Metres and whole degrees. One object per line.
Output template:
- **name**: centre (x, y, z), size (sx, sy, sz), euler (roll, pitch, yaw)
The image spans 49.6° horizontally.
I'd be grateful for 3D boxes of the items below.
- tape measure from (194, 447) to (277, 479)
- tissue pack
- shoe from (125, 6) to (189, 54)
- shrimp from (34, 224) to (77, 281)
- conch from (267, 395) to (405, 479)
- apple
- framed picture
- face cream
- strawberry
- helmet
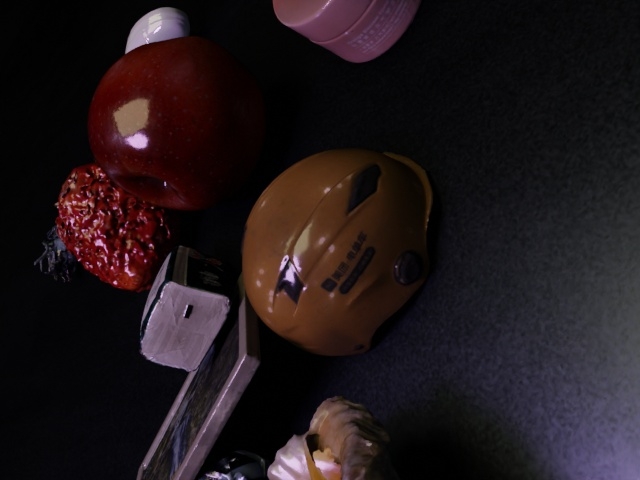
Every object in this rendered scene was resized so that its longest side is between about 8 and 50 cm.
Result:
- **tape measure**: centre (-0.088, 0.255, 0.716), size (0.091, 0.094, 0.054), euler (-51, 57, 25)
- **tissue pack**: centre (-0.162, 0.077, 0.836), size (0.103, 0.090, 0.170), euler (-64, 12, 8)
- **shoe**: centre (-0.295, -0.270, 1.176), size (0.265, 0.095, 0.110), euler (-38, 55, 41)
- **shrimp**: centre (-0.493, 0.012, 1.302), size (0.076, 0.082, 0.174), euler (-61, 33, 20)
- **conch**: centre (0.039, 0.298, 0.481), size (0.297, 0.210, 0.352), euler (-38, 21, 24)
- **apple**: centre (-0.178, -0.145, 0.885), size (0.218, 0.218, 0.201), euler (-14, 61, 46)
- **framed picture**: centre (-0.149, 0.208, 0.788), size (0.324, 0.020, 0.240), euler (-60, 14, 14)
- **face cream**: centre (0.031, -0.290, 0.782), size (0.149, 0.104, 0.149), euler (-21, 61, 43)
- **strawberry**: centre (-0.285, -0.013, 0.998), size (0.187, 0.184, 0.202), euler (-44, 56, 35)
- **helmet**: centre (0.000, 0.000, 0.688), size (0.198, 0.130, 0.224), euler (36, 102, 46)
